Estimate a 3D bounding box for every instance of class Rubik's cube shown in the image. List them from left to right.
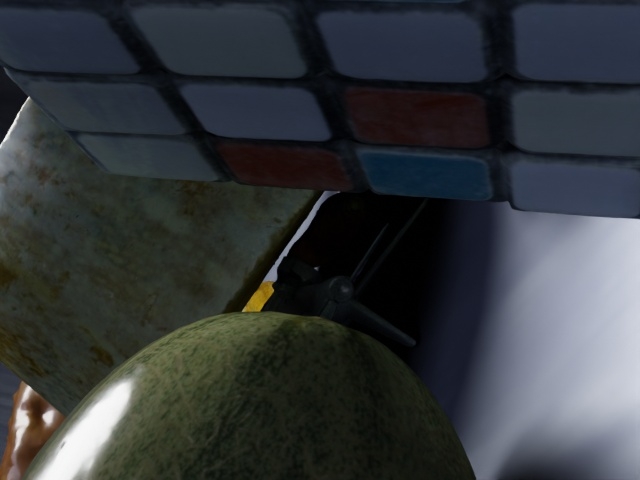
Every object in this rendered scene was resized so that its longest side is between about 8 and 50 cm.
[{"bbox_3d":[0.016,-0.170,0.509,0.259,0.253,0.256,58,-143,-69],"label":"Rubik's cube"}]

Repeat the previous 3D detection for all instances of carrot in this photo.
[{"bbox_3d":[0.002,0.000,1.033,0.165,0.036,0.035,131,149,-67],"label":"carrot"}]

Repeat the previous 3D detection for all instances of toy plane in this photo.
[{"bbox_3d":[-0.018,0.071,0.929,0.212,0.088,0.267,-57,7,-14],"label":"toy plane"}]

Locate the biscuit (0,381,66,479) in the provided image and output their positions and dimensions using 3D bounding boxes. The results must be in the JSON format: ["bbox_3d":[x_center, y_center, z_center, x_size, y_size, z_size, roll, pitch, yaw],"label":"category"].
[{"bbox_3d":[-0.245,0.291,1.396,0.395,0.166,0.342,110,165,-64],"label":"biscuit"}]

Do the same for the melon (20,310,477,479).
[{"bbox_3d":[-0.043,0.191,0.605,0.248,0.248,0.329,151,133,-72],"label":"melon"}]

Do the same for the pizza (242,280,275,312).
[{"bbox_3d":[-0.059,0.115,1.166,0.184,0.036,0.176,-118,43,-70],"label":"pizza"}]

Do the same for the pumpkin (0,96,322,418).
[{"bbox_3d":[-0.110,-0.032,0.942,0.332,0.199,0.332,-54,-3,-4],"label":"pumpkin"}]
